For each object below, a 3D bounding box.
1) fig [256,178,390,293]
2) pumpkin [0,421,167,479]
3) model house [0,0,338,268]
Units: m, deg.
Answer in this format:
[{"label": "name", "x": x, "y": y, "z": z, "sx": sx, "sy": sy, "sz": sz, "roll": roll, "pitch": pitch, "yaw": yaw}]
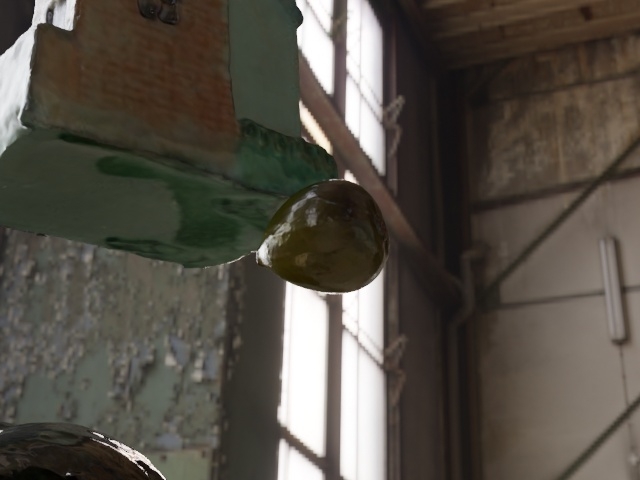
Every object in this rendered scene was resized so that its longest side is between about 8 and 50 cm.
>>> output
[{"label": "fig", "x": 0.000, "y": 0.000, "z": 0.735, "sx": 0.088, "sy": 0.074, "sz": 0.074, "roll": -10, "pitch": -32, "yaw": 19}, {"label": "pumpkin", "x": -0.310, "y": 0.321, "z": 0.945, "sx": 0.454, "sy": 0.344, "sz": 0.454, "roll": -5, "pitch": -6, "yaw": -1}, {"label": "model house", "x": -0.139, "y": -0.170, "z": 0.937, "sx": 0.267, "sy": 0.324, "sz": 0.194, "roll": 15, "pitch": -25, "yaw": -34}]
